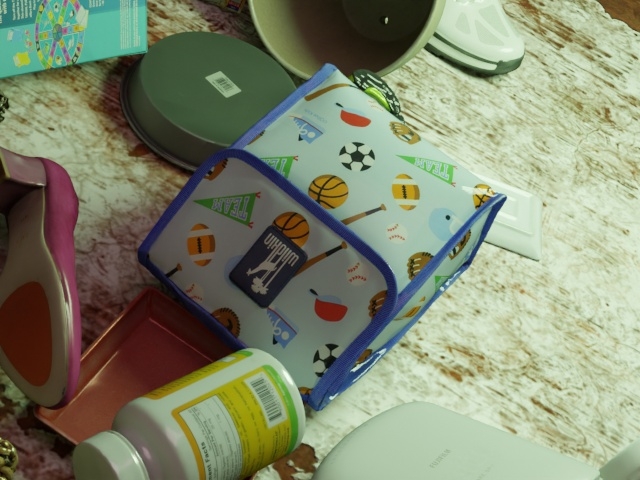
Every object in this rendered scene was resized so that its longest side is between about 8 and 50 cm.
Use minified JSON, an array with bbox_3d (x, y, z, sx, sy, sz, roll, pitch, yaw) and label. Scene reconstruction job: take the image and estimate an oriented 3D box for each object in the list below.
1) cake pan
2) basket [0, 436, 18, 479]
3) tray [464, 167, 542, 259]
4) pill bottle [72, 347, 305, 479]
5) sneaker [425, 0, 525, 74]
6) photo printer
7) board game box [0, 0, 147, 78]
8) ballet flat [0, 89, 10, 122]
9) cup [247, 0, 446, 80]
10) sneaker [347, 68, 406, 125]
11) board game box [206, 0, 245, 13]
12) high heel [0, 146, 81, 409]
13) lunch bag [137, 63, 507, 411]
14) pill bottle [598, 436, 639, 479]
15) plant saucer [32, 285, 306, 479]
[{"bbox_3d":[-0.158,-0.218,1.877,0.293,0.054,0.293,13,46,-14],"label":"cake pan"},{"bbox_3d":[-0.479,0.254,1.199,0.299,0.213,0.223,28,44,-1],"label":"basket"},{"bbox_3d":[0.242,-0.070,1.973,0.270,0.030,0.145,20,47,-10],"label":"tray"},{"bbox_3d":[-0.148,0.225,1.378,0.246,0.136,0.136,-22,64,-38],"label":"pill bottle"},{"bbox_3d":[0.229,-0.514,2.191,0.447,0.257,0.169,46,47,16],"label":"sneaker"},{"bbox_3d":[0.152,0.310,1.470,0.308,0.107,0.256,19,29,28],"label":"photo printer"},{"bbox_3d":[-0.402,-0.368,1.713,0.336,0.253,0.079,-18,33,-39],"label":"board game box"},{"bbox_3d":[-0.455,-0.126,1.641,0.058,0.084,0.249,9,43,-16],"label":"ballet flat"},{"bbox_3d":[0.076,-0.421,2.029,0.331,0.331,0.237,43,20,13],"label":"cup"},{"bbox_3d":[0.091,-0.107,1.880,0.111,0.121,0.299,-12,77,-42],"label":"sneaker"},{"bbox_3d":[-0.210,-0.477,2.089,0.194,0.045,0.146,19,46,-11],"label":"board game box"},{"bbox_3d":[-0.323,0.046,1.522,0.181,0.127,0.377,29,38,-56],"label":"high heel"},{"bbox_3d":[0.000,0.000,1.620,0.328,0.239,0.385,39,61,15],"label":"lunch bag"},{"bbox_3d":[0.490,0.391,1.604,0.162,0.162,0.278,-20,62,-37],"label":"pill bottle"},{"bbox_3d":[-0.180,0.211,1.504,0.259,0.047,0.258,34,45,5],"label":"plant saucer"}]
